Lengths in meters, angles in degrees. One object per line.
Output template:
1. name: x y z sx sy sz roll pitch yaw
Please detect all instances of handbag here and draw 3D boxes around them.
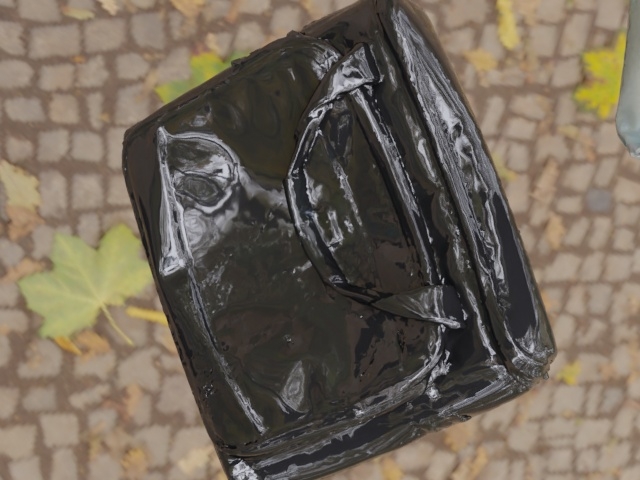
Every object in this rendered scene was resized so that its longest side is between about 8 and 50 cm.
1. handbag: 0.000 0.000 0.894 0.244 0.275 0.088 -25 160 23

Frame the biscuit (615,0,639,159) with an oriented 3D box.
1. biscuit: 0.251 -0.113 0.730 0.309 0.079 0.186 6 94 -44
